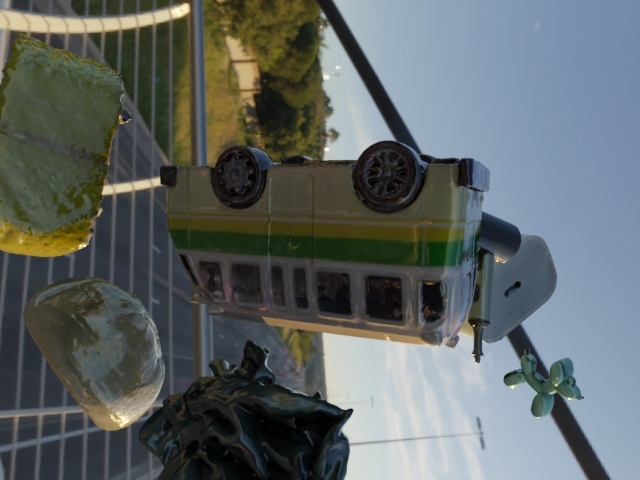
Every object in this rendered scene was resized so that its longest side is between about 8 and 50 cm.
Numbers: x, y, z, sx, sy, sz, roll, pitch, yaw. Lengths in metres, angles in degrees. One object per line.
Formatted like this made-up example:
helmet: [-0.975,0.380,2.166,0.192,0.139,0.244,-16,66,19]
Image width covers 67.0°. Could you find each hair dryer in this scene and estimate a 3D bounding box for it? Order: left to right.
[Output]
hair dryer: [0.207,0.059,0.628,0.057,0.100,0.198,-14,-114,55]

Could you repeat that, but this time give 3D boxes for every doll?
doll: [0.515,0.325,1.106,0.159,0.059,0.159,47,-50,43]

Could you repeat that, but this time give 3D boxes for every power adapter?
power adapter: [0.251,0.065,0.863,0.124,0.187,0.255,64,-19,-16]

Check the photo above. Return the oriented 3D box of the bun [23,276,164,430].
bun: [-0.244,0.117,0.548,0.166,0.113,0.173,11,-54,47]

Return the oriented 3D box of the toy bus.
toy bus: [0.000,0.000,0.483,0.143,0.305,0.179,-11,103,-66]

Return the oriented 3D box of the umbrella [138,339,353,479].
umbrella: [-0.065,0.151,0.361,0.143,0.094,0.349,-53,-169,-13]

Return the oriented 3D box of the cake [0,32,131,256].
cake: [-0.350,-0.113,0.626,0.179,0.156,0.261,29,-78,58]
